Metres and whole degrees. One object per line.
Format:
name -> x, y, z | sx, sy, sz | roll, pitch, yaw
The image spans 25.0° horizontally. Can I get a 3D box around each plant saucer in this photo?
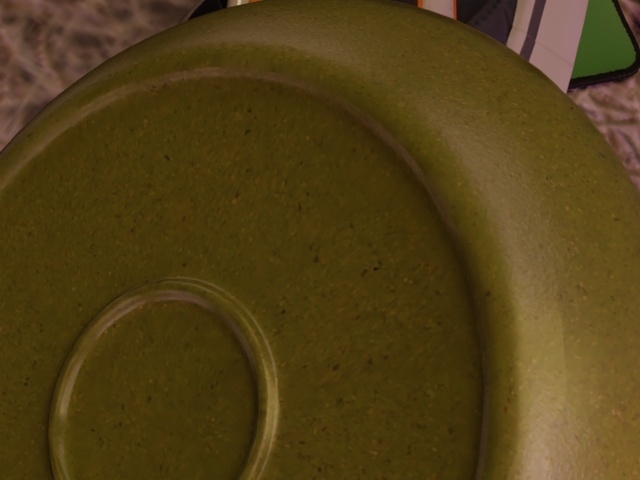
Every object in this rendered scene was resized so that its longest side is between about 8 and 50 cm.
plant saucer -> -0.031, 0.046, 0.357 | 0.037, 0.241, 0.241 | 26, 50, -56

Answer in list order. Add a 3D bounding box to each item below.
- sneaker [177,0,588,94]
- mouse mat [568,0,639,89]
sneaker -> 0.000, 0.000, 0.450 | 0.127, 0.126, 0.321 | 24, 51, -17
mouse mat -> 0.045, -0.142, 0.604 | 0.152, 0.007, 0.190 | -12, 72, -29
